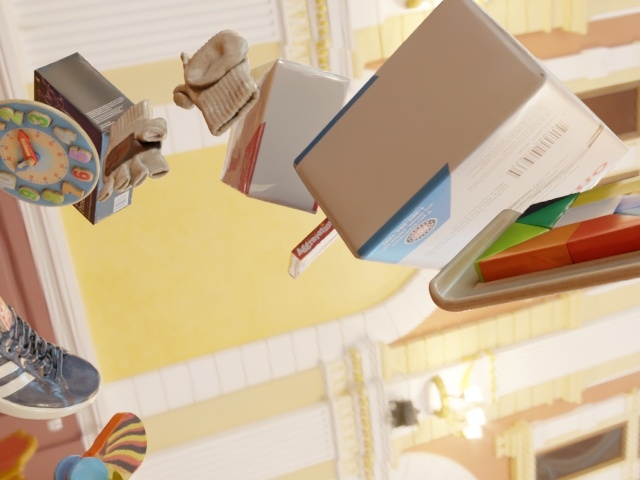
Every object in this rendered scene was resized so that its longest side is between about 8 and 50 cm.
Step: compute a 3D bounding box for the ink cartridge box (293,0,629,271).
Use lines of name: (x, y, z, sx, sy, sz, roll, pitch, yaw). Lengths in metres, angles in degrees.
ink cartridge box: (0.200, -0.107, 0.990, 0.285, 0.395, 0.166, -45, -117, 21)

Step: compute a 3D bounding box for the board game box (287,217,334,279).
board game box: (0.000, 0.000, 1.398, 0.027, 0.145, 0.281, 44, -10, 4)

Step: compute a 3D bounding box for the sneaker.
sneaker: (-0.448, 0.141, 1.059, 0.148, 0.350, 0.131, -50, -141, 20)

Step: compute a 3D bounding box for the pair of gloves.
pair of gloves: (-0.180, -0.160, 0.923, 0.042, 0.240, 0.204, 44, 19, -36)

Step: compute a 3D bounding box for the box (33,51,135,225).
box: (-0.435, -0.182, 1.403, 0.184, 0.103, 0.261, 43, -38, 15)

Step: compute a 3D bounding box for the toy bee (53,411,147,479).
toy bee: (-0.414, 0.460, 1.360, 0.162, 0.298, 0.195, 57, -16, -15)

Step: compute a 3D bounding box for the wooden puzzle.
wooden puzzle: (0.233, -0.012, 0.634, 0.239, 0.221, 0.044, -10, -76, 36)

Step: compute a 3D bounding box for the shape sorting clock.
shape sorting clock: (-0.456, -0.133, 1.208, 0.040, 0.206, 0.206, -77, 170, -49)

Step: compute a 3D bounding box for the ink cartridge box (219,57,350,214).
ink cartridge box: (-0.093, -0.227, 1.641, 0.385, 0.160, 0.279, -150, -107, -73)
